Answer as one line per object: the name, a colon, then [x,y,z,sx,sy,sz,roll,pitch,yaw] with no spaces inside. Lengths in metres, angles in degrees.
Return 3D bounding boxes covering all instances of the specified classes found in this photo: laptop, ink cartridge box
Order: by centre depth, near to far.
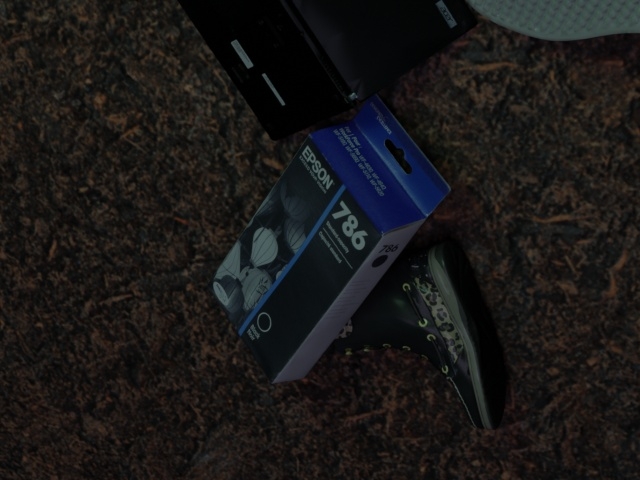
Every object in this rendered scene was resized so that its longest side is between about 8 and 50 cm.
laptop: [-0.007,-0.267,1.479,0.264,0.136,0.234,-17,110,54]
ink cartridge box: [0.000,0.000,1.542,0.165,0.065,0.332,54,125,28]

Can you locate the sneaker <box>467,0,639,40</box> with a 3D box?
sneaker: [0.288,-0.272,1.314,0.321,0.127,0.126,15,134,40]

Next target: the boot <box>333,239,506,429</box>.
boot: [0.114,0.124,1.594,0.179,0.085,0.236,-12,105,27]
